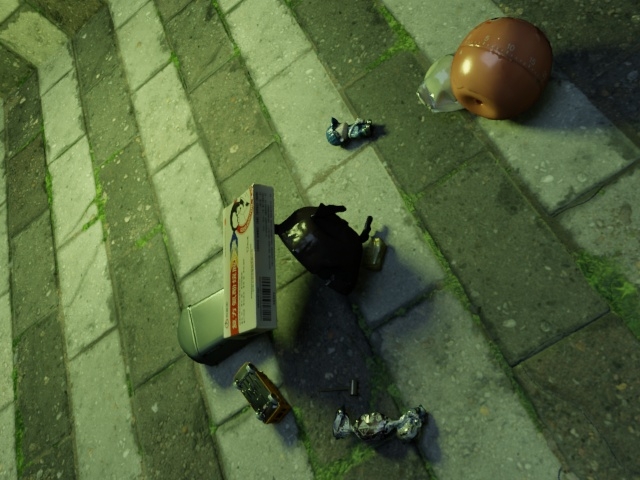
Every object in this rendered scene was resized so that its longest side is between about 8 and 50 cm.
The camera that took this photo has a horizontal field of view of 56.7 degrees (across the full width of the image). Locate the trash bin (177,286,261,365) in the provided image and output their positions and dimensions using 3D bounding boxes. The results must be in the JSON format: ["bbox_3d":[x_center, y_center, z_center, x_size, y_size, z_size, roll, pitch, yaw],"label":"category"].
[{"bbox_3d":[-0.282,0.234,1.647,0.236,0.101,0.177,-30,52,13],"label":"trash bin"}]

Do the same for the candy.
[{"bbox_3d":[0.128,0.410,1.325,0.226,0.051,0.094,-12,51,26],"label":"candy"}]

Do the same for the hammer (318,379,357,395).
[{"bbox_3d":[0.040,0.358,1.426,0.110,0.019,0.036,-13,61,30],"label":"hammer"}]

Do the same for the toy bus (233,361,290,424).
[{"bbox_3d":[-0.150,0.385,1.499,0.070,0.074,0.162,-53,52,9],"label":"toy bus"}]

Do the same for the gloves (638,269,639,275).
[{"bbox_3d":[0.670,0.079,1.115,0.110,0.094,0.144,-42,42,-6],"label":"gloves"}]

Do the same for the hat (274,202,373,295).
[{"bbox_3d":[0.002,-0.028,1.514,0.209,0.238,0.336,-56,41,0],"label":"hat"}]

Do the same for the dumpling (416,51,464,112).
[{"bbox_3d":[0.351,-0.413,1.564,0.181,0.111,0.155,-45,82,15],"label":"dumpling"}]

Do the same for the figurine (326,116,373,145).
[{"bbox_3d":[0.084,-0.313,1.712,0.136,0.079,0.077,4,45,12],"label":"figurine"}]

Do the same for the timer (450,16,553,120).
[{"bbox_3d":[0.432,-0.412,1.423,0.229,0.229,0.215,30,86,39],"label":"timer"}]

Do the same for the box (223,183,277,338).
[{"bbox_3d":[-0.181,0.059,1.488,0.214,0.069,0.353,-27,60,57],"label":"box"}]

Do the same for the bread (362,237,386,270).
[{"bbox_3d":[0.139,0.035,1.512,0.049,0.033,0.088,3,67,35],"label":"bread"}]
